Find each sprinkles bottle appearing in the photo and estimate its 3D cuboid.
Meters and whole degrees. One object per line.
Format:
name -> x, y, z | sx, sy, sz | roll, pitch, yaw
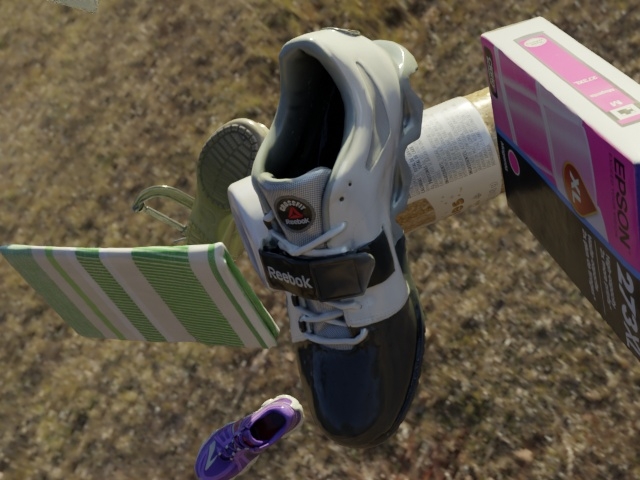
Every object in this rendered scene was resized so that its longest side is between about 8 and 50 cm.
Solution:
sprinkles bottle -> 0.085, -0.066, 1.108 | 0.355, 0.121, 0.121 | -22, 40, -8

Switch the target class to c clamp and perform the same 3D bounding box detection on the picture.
c clamp -> -0.239, -0.039, 1.695 | 0.137, 0.160, 0.022 | -15, 56, 34

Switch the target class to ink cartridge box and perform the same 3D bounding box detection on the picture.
ink cartridge box -> 0.219, -0.029, 0.780 | 0.069, 0.176, 0.371 | -18, 30, -6

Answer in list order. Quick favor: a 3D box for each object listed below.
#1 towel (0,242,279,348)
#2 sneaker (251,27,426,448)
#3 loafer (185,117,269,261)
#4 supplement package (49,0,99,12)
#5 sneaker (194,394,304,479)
towel -> -0.241, 0.074, 1.455 | 0.324, 0.248, 0.038 | 1, 57, 20
sneaker -> 0.000, 0.000, 0.815 | 0.122, 0.146, 0.331 | -3, 88, 33
loafer -> -0.116, -0.067, 1.458 | 0.102, 0.092, 0.268 | 47, 136, 19
supplement package -> -0.460, -0.510, 1.682 | 0.293, 0.177, 0.175 | 43, 117, 46
sneaker -> -0.101, 0.259, 1.375 | 0.170, 0.071, 0.068 | -40, 81, 10
